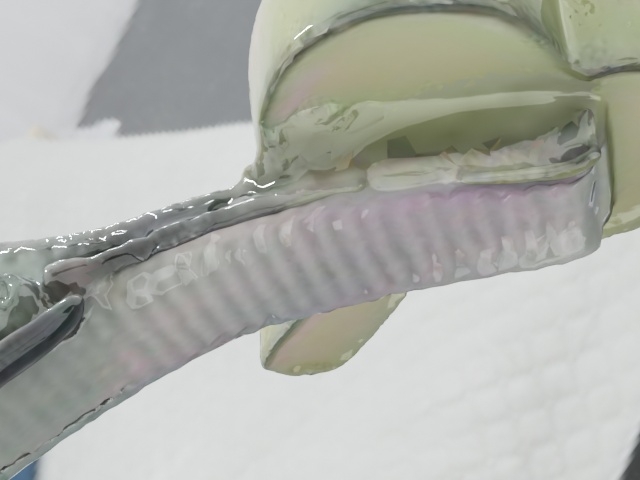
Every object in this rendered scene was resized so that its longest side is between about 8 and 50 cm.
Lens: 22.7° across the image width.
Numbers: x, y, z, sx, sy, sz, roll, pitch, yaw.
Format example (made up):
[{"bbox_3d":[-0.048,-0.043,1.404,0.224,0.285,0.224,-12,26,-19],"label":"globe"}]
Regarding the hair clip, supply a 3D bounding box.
[{"bbox_3d":[0.000,0.000,0.379,0.218,0.159,0.071,-20,62,2],"label":"hair clip"}]
